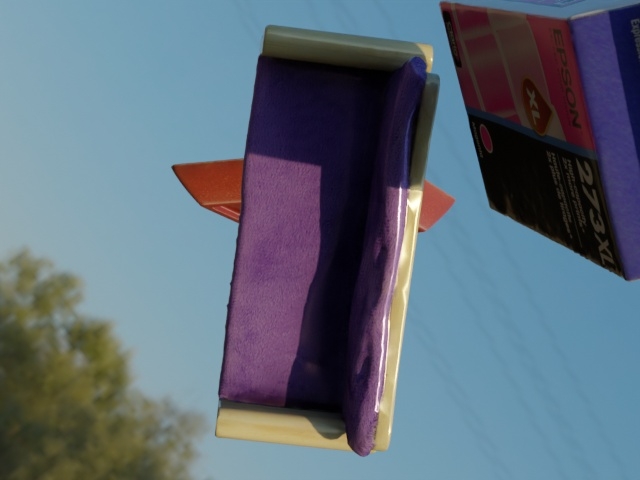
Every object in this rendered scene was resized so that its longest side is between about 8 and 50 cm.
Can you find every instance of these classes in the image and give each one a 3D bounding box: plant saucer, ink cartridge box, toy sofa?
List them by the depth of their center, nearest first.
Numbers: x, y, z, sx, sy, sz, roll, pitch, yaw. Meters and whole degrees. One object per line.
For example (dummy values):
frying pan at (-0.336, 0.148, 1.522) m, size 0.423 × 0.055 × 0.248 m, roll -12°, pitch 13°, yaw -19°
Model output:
ink cartridge box at (0.178, -0.080, 1.107) m, size 0.371 × 0.069 × 0.176 m, roll -146°, pitch -141°, yaw -73°
toy sofa at (0.000, 0.000, 1.420) m, size 0.177 × 0.150 × 0.363 m, roll -109°, pitch -154°, yaw -81°
plant saucer at (-0.004, -0.046, 1.897) m, size 0.258 × 0.259 × 0.048 m, roll 26°, pitch 63°, yaw -62°
